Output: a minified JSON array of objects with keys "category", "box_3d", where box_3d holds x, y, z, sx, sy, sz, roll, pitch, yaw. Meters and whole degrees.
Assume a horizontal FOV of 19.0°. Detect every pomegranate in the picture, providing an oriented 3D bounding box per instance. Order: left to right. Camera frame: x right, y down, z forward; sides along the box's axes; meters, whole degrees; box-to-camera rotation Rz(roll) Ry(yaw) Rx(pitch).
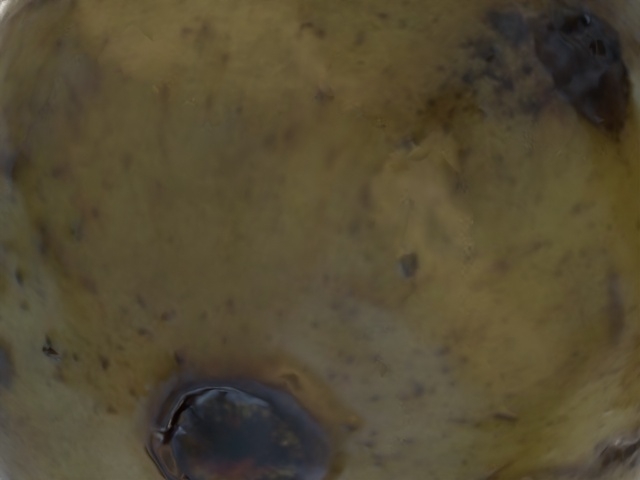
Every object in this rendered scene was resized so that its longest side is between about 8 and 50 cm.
[{"category":"pomegranate","box_3d":[0.000,0.000,0.645,0.281,0.281,0.281,0,-100,-1]}]
